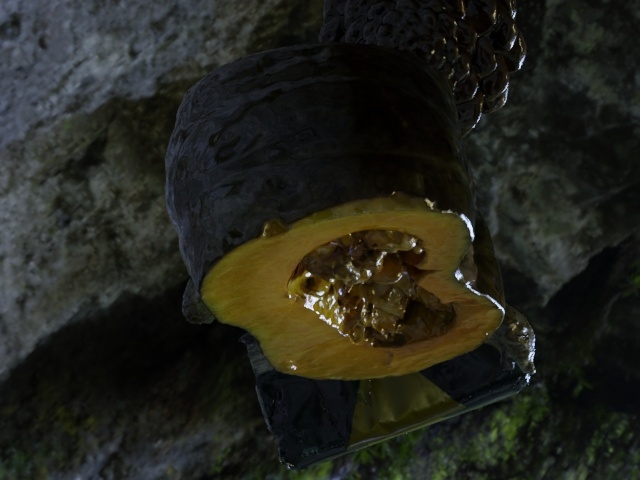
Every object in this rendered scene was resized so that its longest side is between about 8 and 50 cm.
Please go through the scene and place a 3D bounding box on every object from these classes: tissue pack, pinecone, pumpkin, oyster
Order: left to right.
[{"bbox_3d":[0.000,0.000,0.575,0.221,0.139,0.317,-12,-22,12],"label":"pumpkin"},{"bbox_3d":[0.104,0.198,1.424,0.264,0.416,0.253,60,11,-79],"label":"tissue pack"},{"bbox_3d":[0.124,-0.237,1.018,0.244,0.309,0.244,13,-61,23],"label":"pinecone"},{"bbox_3d":[0.156,0.090,0.792,0.083,0.038,0.081,-7,-87,15],"label":"oyster"}]
